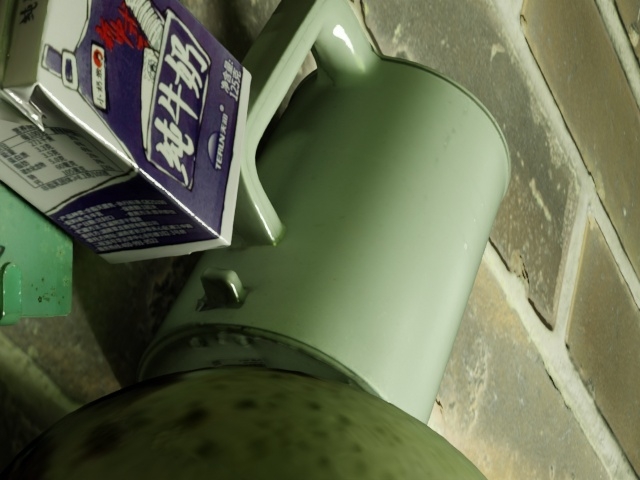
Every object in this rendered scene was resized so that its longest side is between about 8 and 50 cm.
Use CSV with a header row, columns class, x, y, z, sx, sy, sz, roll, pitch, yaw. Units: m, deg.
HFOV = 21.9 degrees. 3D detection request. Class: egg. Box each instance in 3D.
class,x,y,z,sx,sy,sz,roll,pitch,yaw
egg,-0.033,0.251,0.980,0.428,0.345,0.345,28,65,-56

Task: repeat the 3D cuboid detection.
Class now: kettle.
class,x,y,z,sx,sy,sz,roll,pitch,yaw
kettle,-0.006,0.009,1.233,0.265,0.205,0.318,38,48,-13

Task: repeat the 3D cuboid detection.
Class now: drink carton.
class,x,y,z,sx,sy,sz,roll,pitch,yaw
drink carton,-0.142,-0.093,1.021,0.222,0.101,0.134,43,48,-51

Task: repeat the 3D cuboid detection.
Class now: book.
class,x,y,z,sx,sy,sz,roll,pitch,yaw
book,-0.196,0.002,1.024,0.135,0.017,0.103,6,84,-64
